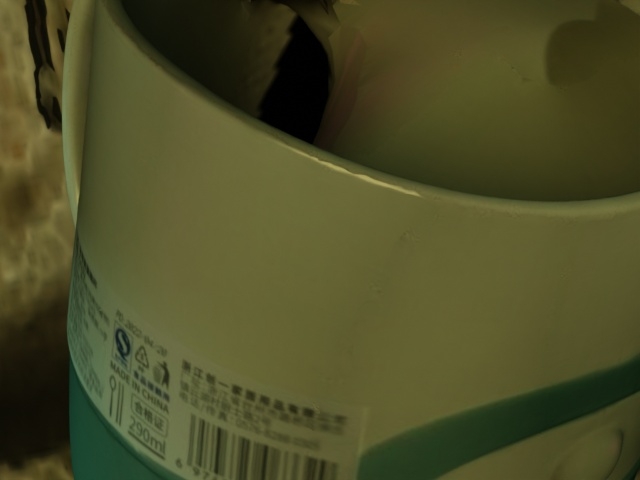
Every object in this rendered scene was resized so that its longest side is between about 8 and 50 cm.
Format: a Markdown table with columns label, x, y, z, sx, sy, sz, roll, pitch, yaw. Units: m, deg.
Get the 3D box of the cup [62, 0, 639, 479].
| label | x | y | z | sx | sy | sz | roll | pitch | yaw |
| --- | --- | --- | --- | --- | --- | --- | --- | --- | --- |
| cup | 0.000 | 0.000 | 0.710 | 0.289 | 0.219 | 0.258 | 39 | 132 | 36 |
